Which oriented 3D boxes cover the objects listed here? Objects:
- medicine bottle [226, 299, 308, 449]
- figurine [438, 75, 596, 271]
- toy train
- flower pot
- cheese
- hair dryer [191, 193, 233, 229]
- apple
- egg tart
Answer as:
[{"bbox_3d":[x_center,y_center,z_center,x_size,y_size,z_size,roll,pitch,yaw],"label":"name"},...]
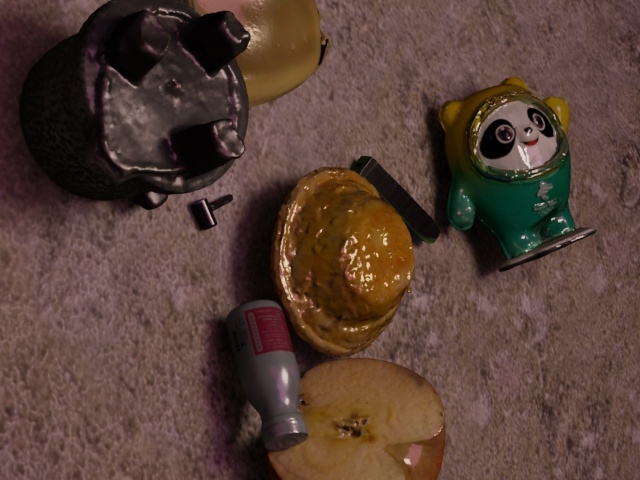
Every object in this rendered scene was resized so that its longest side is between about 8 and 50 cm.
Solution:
[{"bbox_3d":[-0.077,0.201,1.863,0.090,0.090,0.216,9,54,-42],"label":"medicine bottle"},{"bbox_3d":[0.360,-0.130,2.330,0.323,0.231,0.340,-20,86,-19],"label":"figurine"},{"bbox_3d":[0.133,-0.068,2.208,0.209,0.042,0.044,44,76,-29],"label":"toy train"},{"bbox_3d":[-0.246,-0.178,1.708,0.299,0.283,0.299,14,69,-42],"label":"flower pot"},{"bbox_3d":[-0.115,-0.342,1.992,0.316,0.128,0.259,-11,95,-39],"label":"cheese"},{"bbox_3d":[-0.163,-0.051,1.938,0.083,0.026,0.047,-35,106,-51],"label":"hair dryer"},{"bbox_3d":[0.054,0.339,1.922,0.293,0.251,0.163,-47,146,-40],"label":"apple"},{"bbox_3d":[0.053,0.028,1.989,0.319,0.128,0.319,13,72,-47],"label":"egg tart"}]
